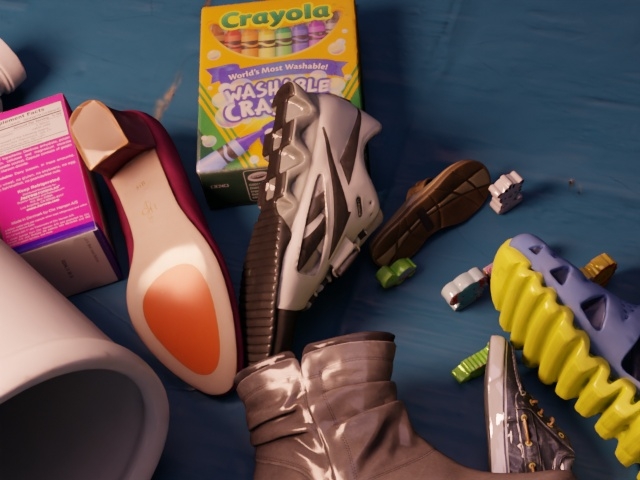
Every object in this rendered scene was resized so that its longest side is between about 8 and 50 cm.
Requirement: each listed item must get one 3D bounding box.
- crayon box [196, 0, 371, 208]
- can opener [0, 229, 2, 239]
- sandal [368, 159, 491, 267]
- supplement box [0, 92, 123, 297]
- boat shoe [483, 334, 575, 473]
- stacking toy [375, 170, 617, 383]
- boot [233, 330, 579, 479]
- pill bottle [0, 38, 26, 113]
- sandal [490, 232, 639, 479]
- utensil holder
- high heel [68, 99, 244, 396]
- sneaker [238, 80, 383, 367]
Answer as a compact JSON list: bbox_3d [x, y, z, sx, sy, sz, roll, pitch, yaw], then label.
[{"bbox_3d":[-0.048,-0.202,1.462,0.203,0.083,0.323,-6,56,4],"label":"crayon box"},{"bbox_3d":[-0.472,-0.085,1.378,0.076,0.095,0.283,-38,90,4],"label":"can opener"},{"bbox_3d":[0.122,-0.038,1.347,0.180,0.072,0.049,-38,38,-12],"label":"sandal"},{"bbox_3d":[-0.324,-0.052,1.384,0.114,0.111,0.220,-18,55,-3],"label":"supplement box"},{"bbox_3d":[0.212,0.187,1.178,0.083,0.065,0.183,0,69,3],"label":"boat shoe"},{"bbox_3d":[0.192,0.036,1.289,0.221,0.052,0.167,-33,58,-13],"label":"stacking toy"},{"bbox_3d":[0.076,0.189,1.117,0.338,0.118,0.223,-9,69,11],"label":"boot"},{"bbox_3d":[-0.490,-0.172,1.480,0.124,0.124,0.221,33,68,26],"label":"pill bottle"},{"bbox_3d":[0.304,0.112,1.173,0.138,0.126,0.317,-36,77,-21],"label":"sandal"},{"bbox_3d":[-0.398,0.142,1.144,0.385,0.327,0.327,36,68,29],"label":"utensil holder"},{"bbox_3d":[-0.162,0.006,1.352,0.127,0.181,0.377,-26,78,12],"label":"high heel"},{"bbox_3d":[0.000,0.000,1.274,0.146,0.122,0.330,13,86,-22],"label":"sneaker"}]
